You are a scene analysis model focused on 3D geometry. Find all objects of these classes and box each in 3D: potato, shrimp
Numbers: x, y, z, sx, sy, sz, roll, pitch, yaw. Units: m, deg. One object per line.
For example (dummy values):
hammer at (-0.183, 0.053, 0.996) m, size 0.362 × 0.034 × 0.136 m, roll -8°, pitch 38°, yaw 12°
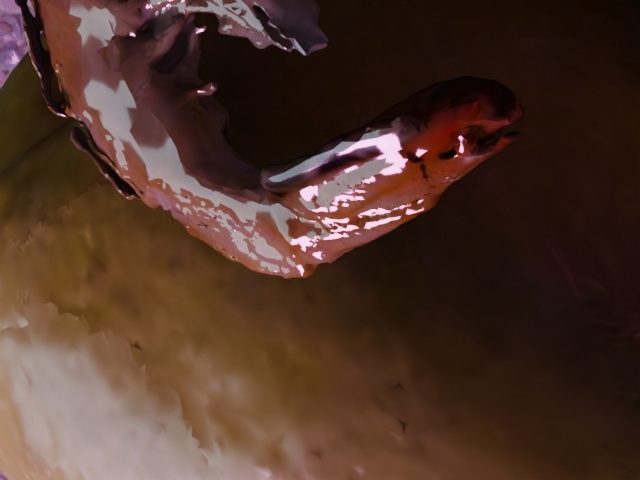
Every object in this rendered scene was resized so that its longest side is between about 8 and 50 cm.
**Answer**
potato at (0.000, 0.000, 0.676) m, size 0.280 × 0.330 × 0.213 m, roll 19°, pitch 163°, yaw 6°
shrimp at (-0.004, -0.073, 0.535) m, size 0.058 × 0.253 × 0.173 m, roll -16°, pitch -79°, yaw -43°
